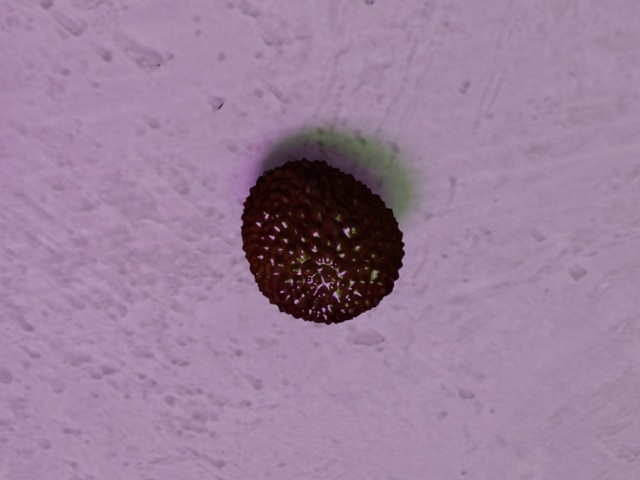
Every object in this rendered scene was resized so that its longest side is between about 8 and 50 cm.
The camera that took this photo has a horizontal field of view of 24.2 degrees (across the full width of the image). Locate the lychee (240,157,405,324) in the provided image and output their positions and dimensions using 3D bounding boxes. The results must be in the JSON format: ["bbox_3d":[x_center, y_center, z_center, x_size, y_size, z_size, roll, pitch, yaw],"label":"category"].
[{"bbox_3d":[-0.003,0.001,1.124,0.123,0.123,0.129,-39,115,23],"label":"lychee"}]
